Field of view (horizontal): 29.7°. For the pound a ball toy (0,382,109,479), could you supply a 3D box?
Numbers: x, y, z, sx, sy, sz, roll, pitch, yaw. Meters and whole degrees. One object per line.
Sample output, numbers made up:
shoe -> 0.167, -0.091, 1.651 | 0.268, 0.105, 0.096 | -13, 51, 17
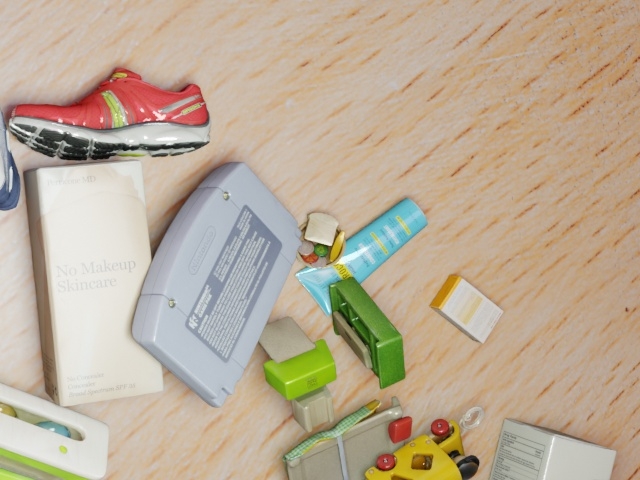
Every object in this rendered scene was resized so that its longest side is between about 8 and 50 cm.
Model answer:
pound a ball toy -> -0.465, 0.264, 1.567 | 0.319, 0.135, 0.208 | 27, 122, -26

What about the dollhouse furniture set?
dollhouse furniture set -> 0.009, 0.240, 1.769 | 0.198, 0.151, 0.301 | -22, 129, -18

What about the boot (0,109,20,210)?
boot -> -0.441, -0.133, 1.588 | 0.069, 0.086, 0.190 | -12, 70, 4

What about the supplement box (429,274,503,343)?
supplement box -> 0.226, 0.106, 1.868 | 0.098, 0.036, 0.062 | 39, 78, -18

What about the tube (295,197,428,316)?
tube -> 0.065, 0.018, 1.800 | 0.207, 0.052, 0.080 | -39, 95, -9

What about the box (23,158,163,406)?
box -> -0.304, 0.051, 1.613 | 0.148, 0.121, 0.311 | -8, 95, -21

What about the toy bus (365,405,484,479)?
toy bus -> 0.167, 0.347, 1.768 | 0.191, 0.104, 0.202 | 14, 110, -42

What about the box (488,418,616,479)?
box -> 0.342, 0.410, 1.867 | 0.127, 0.148, 0.232 | 17, 87, -22

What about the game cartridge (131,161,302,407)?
game cartridge -> -0.139, 0.050, 1.640 | 0.198, 0.062, 0.297 | 46, 56, -34

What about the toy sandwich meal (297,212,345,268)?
toy sandwich meal -> 0.000, 0.000, 1.765 | 0.086, 0.029, 0.085 | 1, 73, -2

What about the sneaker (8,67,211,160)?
sneaker -> -0.286, -0.175, 1.637 | 0.279, 0.107, 0.118 | -1, 79, -28
